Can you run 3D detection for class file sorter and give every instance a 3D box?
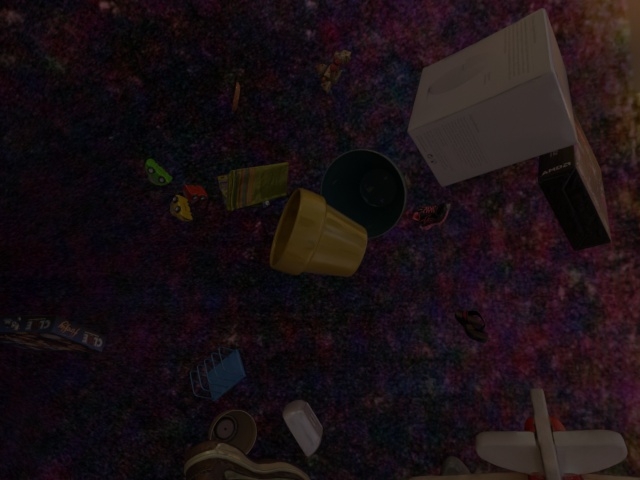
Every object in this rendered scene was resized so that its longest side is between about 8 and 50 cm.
[{"bbox_3d":[-0.381,0.487,1.621,0.104,0.170,0.118,34,20,-46],"label":"file sorter"}]

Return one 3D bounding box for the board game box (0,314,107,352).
[{"bbox_3d":[-0.665,0.223,1.043,0.165,0.243,0.042,61,30,-58],"label":"board game box"}]

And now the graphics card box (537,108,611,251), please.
[{"bbox_3d":[0.670,-0.176,1.171,0.233,0.094,0.371,53,42,-19],"label":"graphics card box"}]

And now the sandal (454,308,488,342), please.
[{"bbox_3d":[0.367,0.194,1.056,0.179,0.067,0.040,-49,156,-79],"label":"sandal"}]

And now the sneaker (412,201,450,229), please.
[{"bbox_3d":[0.260,-0.064,1.049,0.057,0.119,0.047,31,64,-8],"label":"sneaker"}]

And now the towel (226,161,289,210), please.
[{"bbox_3d":[-0.156,-0.145,1.150,0.237,0.021,0.102,-24,129,-55],"label":"towel"}]

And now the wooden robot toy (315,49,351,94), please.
[{"bbox_3d":[0.024,-0.513,1.308,0.173,0.078,0.076,-62,168,-20],"label":"wooden robot toy"}]

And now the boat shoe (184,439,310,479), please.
[{"bbox_3d":[-0.100,0.390,0.665,0.257,0.095,0.095,38,16,-36],"label":"boat shoe"}]

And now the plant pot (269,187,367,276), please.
[{"bbox_3d":[0.000,0.000,1.324,0.238,0.254,0.254,20,68,-15],"label":"plant pot"}]

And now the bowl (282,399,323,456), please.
[{"bbox_3d":[-0.041,0.516,1.239,0.142,0.053,0.142,57,1,8],"label":"bowl"}]

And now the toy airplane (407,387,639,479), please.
[{"bbox_3d":[0.378,0.416,0.704,0.385,0.386,0.272,-60,164,18],"label":"toy airplane"}]

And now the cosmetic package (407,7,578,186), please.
[{"bbox_3d":[0.293,-0.239,0.756,0.138,0.224,0.224,48,44,-29],"label":"cosmetic package"}]

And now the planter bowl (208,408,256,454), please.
[{"bbox_3d":[-0.315,0.660,1.523,0.161,0.109,0.162,5,80,-29],"label":"planter bowl"}]

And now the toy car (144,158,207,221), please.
[{"bbox_3d":[-0.495,-0.175,1.462,0.225,0.053,0.239,45,20,-21],"label":"toy car"}]

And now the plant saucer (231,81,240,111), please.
[{"bbox_3d":[-0.240,-0.408,1.257,0.013,0.083,0.084,9,76,-16],"label":"plant saucer"}]

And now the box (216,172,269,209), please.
[{"bbox_3d":[-0.336,-0.216,1.906,0.044,0.232,0.159,-34,117,-49],"label":"box"}]

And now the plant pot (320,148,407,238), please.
[{"bbox_3d":[0.171,-0.168,1.504,0.195,0.290,0.291,-29,105,-62],"label":"plant pot"}]
